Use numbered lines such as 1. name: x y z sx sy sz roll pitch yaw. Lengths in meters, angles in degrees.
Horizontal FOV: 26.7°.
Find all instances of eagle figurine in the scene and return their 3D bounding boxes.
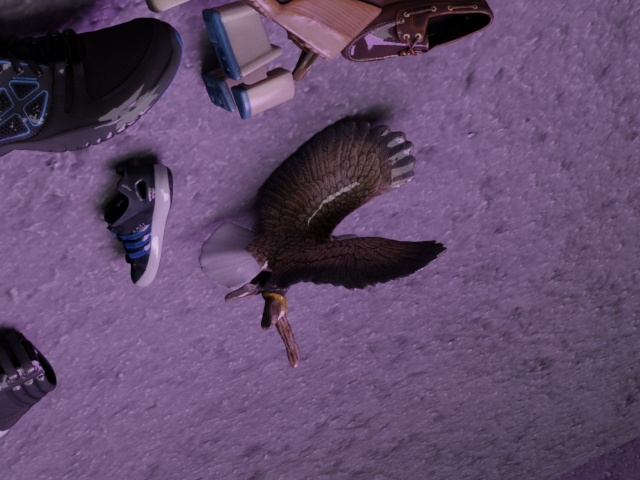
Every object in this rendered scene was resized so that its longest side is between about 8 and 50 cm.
1. eagle figurine: 0.006 -0.004 1.859 0.298 0.226 0.225 -39 -173 40

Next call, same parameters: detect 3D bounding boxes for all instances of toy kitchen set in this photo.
1. toy kitchen set: -0.135 -0.242 1.559 0.122 0.166 0.207 -25 110 -14

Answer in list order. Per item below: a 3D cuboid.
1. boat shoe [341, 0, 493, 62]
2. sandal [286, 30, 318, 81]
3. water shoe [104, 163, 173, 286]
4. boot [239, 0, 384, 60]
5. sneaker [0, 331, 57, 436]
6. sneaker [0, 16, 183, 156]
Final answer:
1. boat shoe: 0.122 -0.273 1.724 0.207 0.073 0.073 -24 147 -12
2. sandal: -0.013 -0.262 1.568 0.049 0.180 0.072 19 155 -12
3. water shoe: -0.244 -0.023 1.761 0.080 0.073 0.203 5 132 -14
4. boot: -0.001 -0.294 1.225 0.207 0.090 0.248 -57 145 5
5. sneaker: -0.465 0.172 1.790 0.147 0.105 0.295 -40 153 8
6. sneaker: -0.312 -0.164 1.422 0.340 0.125 0.140 -23 135 0
